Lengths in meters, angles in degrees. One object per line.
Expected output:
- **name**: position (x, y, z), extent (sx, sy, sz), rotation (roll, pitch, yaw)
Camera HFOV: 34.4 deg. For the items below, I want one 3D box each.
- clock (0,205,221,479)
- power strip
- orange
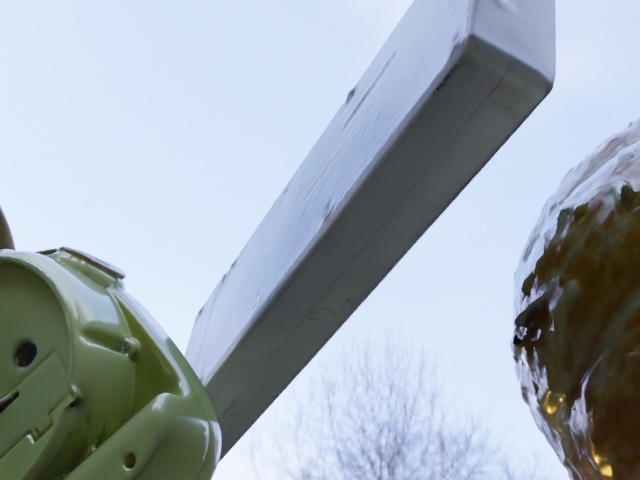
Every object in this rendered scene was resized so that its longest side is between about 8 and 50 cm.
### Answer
- **clock**: position (-0.166, 0.075, 0.535), extent (0.170, 0.232, 0.069), rotation (-43, -33, 7)
- **power strip**: position (0.000, 0.000, 0.523), extent (0.043, 0.106, 0.367), rotation (25, -44, -13)
- **orange**: position (0.251, 0.069, 0.518), extent (0.329, 0.329, 0.249), rotation (35, -68, -23)
